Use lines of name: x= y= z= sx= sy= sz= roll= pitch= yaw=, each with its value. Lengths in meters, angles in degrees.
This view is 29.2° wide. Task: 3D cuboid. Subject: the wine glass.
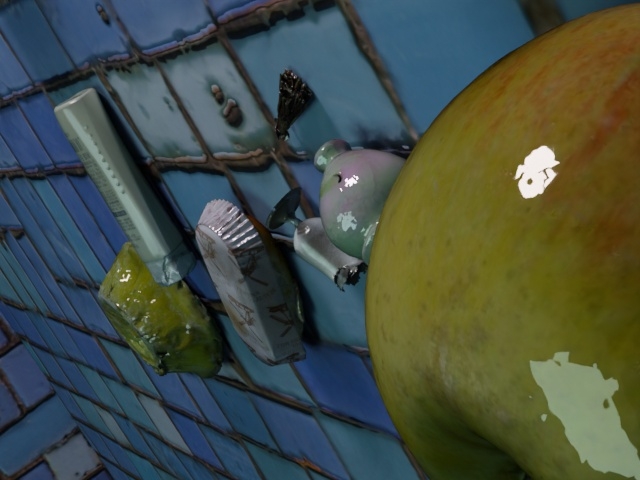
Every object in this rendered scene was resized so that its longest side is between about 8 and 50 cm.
wine glass: x=0.000 y=0.000 z=0.924 sx=0.083 sy=0.042 sz=0.039 roll=42 pitch=-166 yaw=21

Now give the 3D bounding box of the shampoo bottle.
shampoo bottle: x=-0.196 y=-0.052 z=1.239 sx=0.072 sy=0.049 sz=0.212 roll=2 pitch=124 yaw=60

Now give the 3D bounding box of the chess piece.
chess piece: x=0.071 y=0.027 z=0.722 sx=0.271 sy=0.139 sz=0.139 roll=52 pitch=162 yaw=38

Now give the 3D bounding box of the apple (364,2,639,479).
apple: x=0.133 y=0.036 z=0.474 sx=0.261 sy=0.194 sz=0.260 roll=45 pitch=159 yaw=23

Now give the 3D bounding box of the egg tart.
egg tart: x=-0.188 y=0.090 z=1.404 sx=0.197 sy=0.078 sz=0.197 roll=46 pitch=160 yaw=22

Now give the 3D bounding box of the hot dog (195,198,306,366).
hot dog: x=-0.057 y=0.041 z=1.086 sx=0.099 sy=0.053 sz=0.192 roll=33 pitch=154 yaw=45

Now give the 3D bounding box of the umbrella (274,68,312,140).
umbrella: x=-0.023 y=-0.094 z=0.852 sx=0.031 sy=0.020 sz=0.083 roll=51 pitch=164 yaw=11
